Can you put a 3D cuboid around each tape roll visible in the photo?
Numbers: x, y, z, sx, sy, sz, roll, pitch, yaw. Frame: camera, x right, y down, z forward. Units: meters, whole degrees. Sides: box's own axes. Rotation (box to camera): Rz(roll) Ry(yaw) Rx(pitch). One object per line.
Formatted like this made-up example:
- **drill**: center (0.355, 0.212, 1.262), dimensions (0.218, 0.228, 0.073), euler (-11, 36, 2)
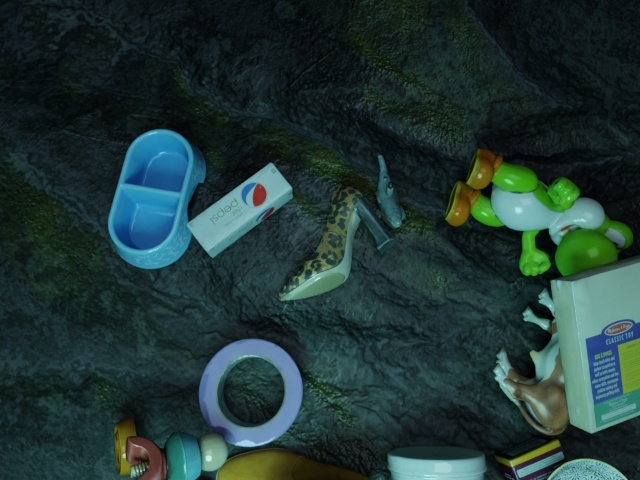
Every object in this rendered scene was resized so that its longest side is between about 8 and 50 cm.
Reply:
- **tape roll**: center (-0.127, 0.282, 0.961), dimensions (0.188, 0.080, 0.189), euler (0, 76, -1)

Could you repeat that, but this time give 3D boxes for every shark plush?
- **shark plush**: center (0.150, -0.101, 1.075), dimensions (0.073, 0.067, 0.162), euler (4, 76, -1)

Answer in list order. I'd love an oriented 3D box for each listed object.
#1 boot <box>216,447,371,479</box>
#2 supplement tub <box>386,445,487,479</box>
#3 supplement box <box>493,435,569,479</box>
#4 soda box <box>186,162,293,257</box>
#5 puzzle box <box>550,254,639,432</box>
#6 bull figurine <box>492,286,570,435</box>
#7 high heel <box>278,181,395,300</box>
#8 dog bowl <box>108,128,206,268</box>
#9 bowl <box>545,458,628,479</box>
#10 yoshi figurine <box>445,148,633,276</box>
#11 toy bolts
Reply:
- **boot**: center (-0.042, 0.419, 0.860), dimensions (0.294, 0.211, 0.104), euler (5, 75, 0)
- **supplement tub**: center (0.201, 0.500, 0.858), dimensions (0.190, 0.191, 0.273), euler (-1, 76, -2)
- **supplement box**: center (0.412, 0.468, 0.930), dimensions (0.104, 0.081, 0.188), euler (-19, 77, -7)
- **soda box**: center (-0.161, -0.061, 1.054), dimensions (0.216, 0.069, 0.074), euler (-38, 80, -10)
- **puzzle box**: center (0.616, 0.159, 0.946), dimensions (0.408, 0.052, 0.273), euler (-11, 95, -18)
- **bull figurine**: center (0.468, 0.212, 0.990), dimensions (0.188, 0.101, 0.310), euler (34, 71, 14)
- **high heel**: center (0.000, 0.000, 1.051), dimensions (0.261, 0.093, 0.186), euler (-31, 61, -1)
- **dog bowl**: center (-0.339, -0.094, 1.054), dimensions (0.165, 0.074, 0.298), euler (10, 75, 1)
- **bowl**: center (0.430, 0.448, 0.852), dimensions (0.169, 0.080, 0.170), euler (1, 75, -3)
- **yoshi figurine**: center (0.442, -0.029, 1.015), dimensions (0.361, 0.203, 0.203), euler (22, 92, 1)
- **toy bolts**: center (-0.256, 0.382, 0.886), dimensions (0.158, 0.229, 0.218), euler (-2, 50, -29)
